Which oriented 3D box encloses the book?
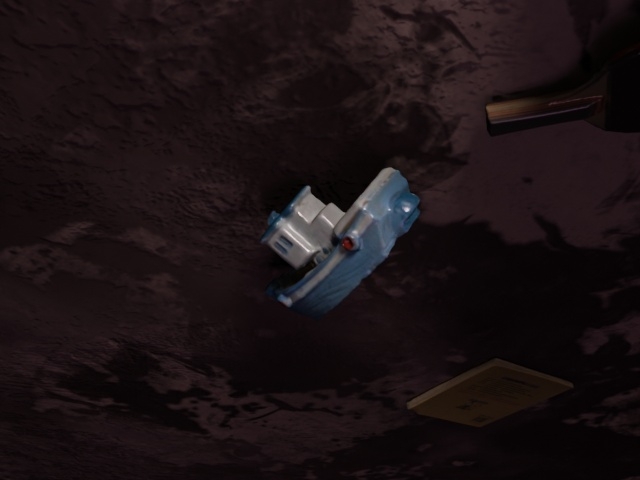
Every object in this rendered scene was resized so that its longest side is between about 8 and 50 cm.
[{"bbox_3d":[0.251,0.235,1.025,0.168,0.013,0.192,20,139,-29],"label":"book"}]

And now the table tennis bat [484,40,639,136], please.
[{"bbox_3d":[0.234,-0.111,0.506,0.220,0.019,0.130,-9,158,17],"label":"table tennis bat"}]

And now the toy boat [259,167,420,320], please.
[{"bbox_3d":[0.000,0.000,0.635,0.102,0.088,0.215,41,137,0],"label":"toy boat"}]
